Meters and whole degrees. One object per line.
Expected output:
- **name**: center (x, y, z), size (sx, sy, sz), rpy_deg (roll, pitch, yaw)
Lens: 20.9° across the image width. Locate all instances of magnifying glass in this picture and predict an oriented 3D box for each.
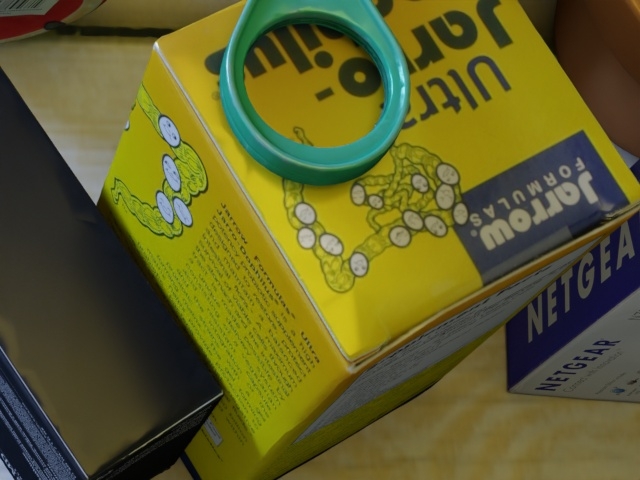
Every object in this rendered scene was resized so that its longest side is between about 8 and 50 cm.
- **magnifying glass**: center (-0.008, -0.136, 0.866), size (0.092, 0.026, 0.231), rpy_deg (0, 66, -13)

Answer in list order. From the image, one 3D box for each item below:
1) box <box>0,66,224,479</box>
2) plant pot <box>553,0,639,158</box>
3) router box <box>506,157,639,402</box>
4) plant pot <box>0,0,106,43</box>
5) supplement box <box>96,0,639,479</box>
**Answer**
- **box**: center (-0.184, 0.034, 1.059), size (0.103, 0.184, 0.261), rpy_deg (-31, 81, -25)
- **plant pot**: center (0.294, -0.177, 1.251), size (0.291, 0.203, 0.290), rpy_deg (5, 69, -13)
- **router box**: center (0.312, 0.028, 1.110), size (0.301, 0.335, 0.082), rpy_deg (5, 69, -12)
- **plant pot**: center (-0.228, -0.227, 1.146), size (0.191, 0.191, 0.174), rpy_deg (-12, 83, -18)
- **supplement box**: center (0.000, 0.000, 1.025), size (0.194, 0.356, 0.195), rpy_deg (-28, 80, -23)
